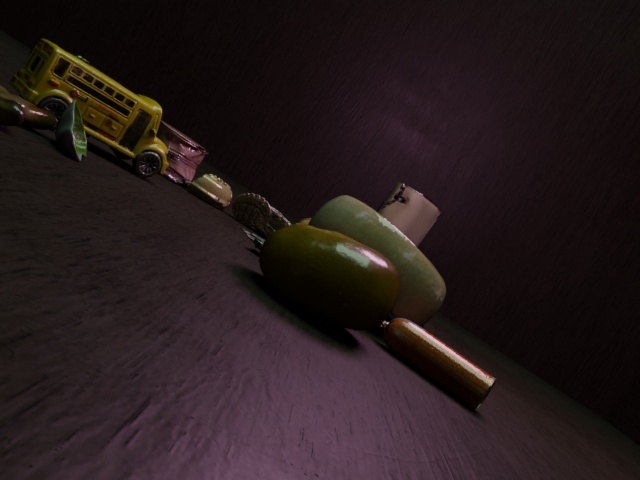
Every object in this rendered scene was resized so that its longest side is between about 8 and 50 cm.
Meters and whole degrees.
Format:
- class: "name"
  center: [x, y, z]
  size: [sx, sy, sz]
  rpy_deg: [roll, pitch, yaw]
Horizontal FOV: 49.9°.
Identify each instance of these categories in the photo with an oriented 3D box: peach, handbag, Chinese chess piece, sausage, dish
- class: "peach"
  center: [0.014, 0.059, 1.143]
  size: [0.251, 0.153, 0.251]
  rpy_deg: [17, -2, 1]
- class: "handbag"
  center: [-0.390, -0.231, 1.805]
  size: [0.179, 0.116, 0.205]
  rpy_deg: [34, 2, 4]
- class: "Chinese chess piece"
  center: [0.113, 0.054, 1.491]
  size: [0.338, 0.140, 0.338]
  rpy_deg: [44, -8, 8]
- class: "sausage"
  center: [0.204, 0.213, 1.257]
  size: [0.234, 0.071, 0.071]
  rpy_deg: [35, 3, 21]
- class: "handbag"
  center: [0.226, -0.003, 2.261]
  size: [0.160, 0.358, 0.237]
  rpy_deg: [36, 4, 26]
- class: "dish"
  center: [-0.430, -0.179, 1.175]
  size: [0.039, 0.091, 0.137]
  rpy_deg: [-9, 32, -8]

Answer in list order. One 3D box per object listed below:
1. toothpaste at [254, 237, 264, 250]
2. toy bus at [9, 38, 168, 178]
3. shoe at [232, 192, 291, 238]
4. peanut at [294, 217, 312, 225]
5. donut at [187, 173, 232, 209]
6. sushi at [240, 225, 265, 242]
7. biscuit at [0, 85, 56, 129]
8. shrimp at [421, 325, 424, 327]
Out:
- class: "toothpaste"
  center: [-0.023, 0.073, 1.429]
  size: [0.269, 0.047, 0.069]
  rpy_deg: [30, 19, 4]
- class: "toy bus"
  center: [-0.442, -0.261, 1.399]
  size: [0.330, 0.152, 0.144]
  rpy_deg: [30, 3, -44]
- class: "shoe"
  center: [-0.149, -0.061, 1.841]
  size: [0.180, 0.089, 0.092]
  rpy_deg: [36, 4, 3]
- class: "peanut"
  center: [0.000, 0.000, 2.129]
  size: [0.253, 0.122, 0.137]
  rpy_deg: [28, 15, -39]
- class: "donut"
  center: [-0.282, -0.133, 1.825]
  size: [0.108, 0.065, 0.166]
  rpy_deg: [33, 3, 0]
- class: "sushi"
  center: [-0.051, 0.037, 1.644]
  size: [0.264, 0.050, 0.290]
  rpy_deg: [32, 3, -23]
- class: "biscuit"
  center: [-0.513, -0.226, 1.072]
  size: [0.164, 0.047, 0.208]
  rpy_deg: [36, 1, -11]
- class: "shrimp"
  center: [0.191, 0.183, 1.877]
  size: [0.217, 0.051, 0.150]
  rpy_deg: [30, -5, 19]
